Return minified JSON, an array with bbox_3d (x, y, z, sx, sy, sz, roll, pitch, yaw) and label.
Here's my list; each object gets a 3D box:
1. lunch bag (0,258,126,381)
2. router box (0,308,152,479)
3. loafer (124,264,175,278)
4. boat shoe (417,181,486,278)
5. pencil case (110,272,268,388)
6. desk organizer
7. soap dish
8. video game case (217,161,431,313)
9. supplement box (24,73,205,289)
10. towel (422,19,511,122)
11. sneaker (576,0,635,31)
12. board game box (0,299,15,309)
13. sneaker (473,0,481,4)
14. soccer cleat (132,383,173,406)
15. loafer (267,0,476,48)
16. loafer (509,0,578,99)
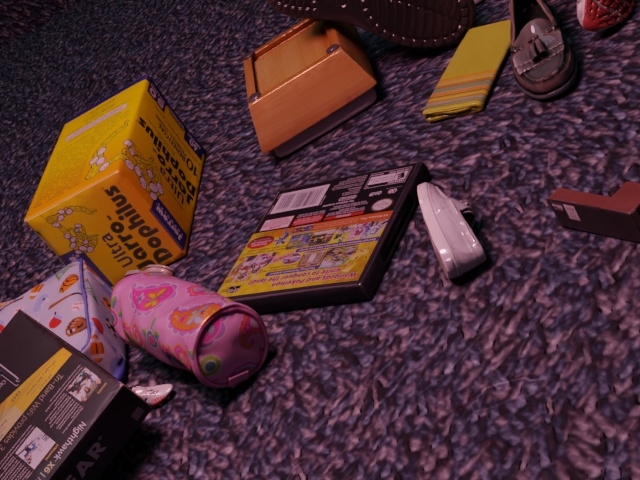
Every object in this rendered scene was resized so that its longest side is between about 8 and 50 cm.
[{"bbox_3d":[-0.422,0.173,1.700,0.243,0.115,0.303,-35,29,6],"label":"lunch bag"},{"bbox_3d":[-0.406,0.273,1.447,0.243,0.081,0.309,28,73,37],"label":"router box"},{"bbox_3d":[-0.277,0.068,1.778,0.125,0.045,0.039,-11,54,49],"label":"loafer"},{"bbox_3d":[0.167,-0.022,1.405,0.063,0.066,0.184,-18,28,3],"label":"boat shoe"},{"bbox_3d":[-0.187,0.120,1.522,0.124,0.124,0.284,-47,30,-20],"label":"pencil case"},{"bbox_3d":[0.329,-0.039,1.268,0.050,0.047,0.130,-44,29,-19],"label":"desk organizer"},{"bbox_3d":[-0.028,-0.289,1.954,0.229,0.118,0.291,-30,28,10],"label":"soap dish"},{"bbox_3d":[0.000,0.000,1.579,0.275,0.035,0.248,-9,38,38],"label":"video game case"},{"bbox_3d":[-0.347,-0.101,1.938,0.195,0.194,0.356,-26,30,17],"label":"supplement box"},{"bbox_3d":[0.244,-0.270,1.737,0.102,0.021,0.237,-5,40,35],"label":"towel"},{"bbox_3d":[0.417,-0.379,1.663,0.093,0.088,0.225,-38,20,43],"label":"sneaker"},{"bbox_3d":[-0.619,0.196,1.945,0.147,0.045,0.193,-12,36,37],"label":"board game box"},{"bbox_3d":[0.300,-0.520,1.938,0.217,0.121,0.079,-45,31,-17],"label":"sneaker"},{"bbox_3d":[-0.241,0.213,1.519,0.083,0.035,0.029,-23,31,23],"label":"soccer cleat"},{"bbox_3d":[0.092,-0.427,1.890,0.366,0.134,0.130,17,23,9],"label":"loafer"},{"bbox_3d":[0.313,-0.301,1.635,0.096,0.084,0.267,-25,30,19],"label":"loafer"}]
